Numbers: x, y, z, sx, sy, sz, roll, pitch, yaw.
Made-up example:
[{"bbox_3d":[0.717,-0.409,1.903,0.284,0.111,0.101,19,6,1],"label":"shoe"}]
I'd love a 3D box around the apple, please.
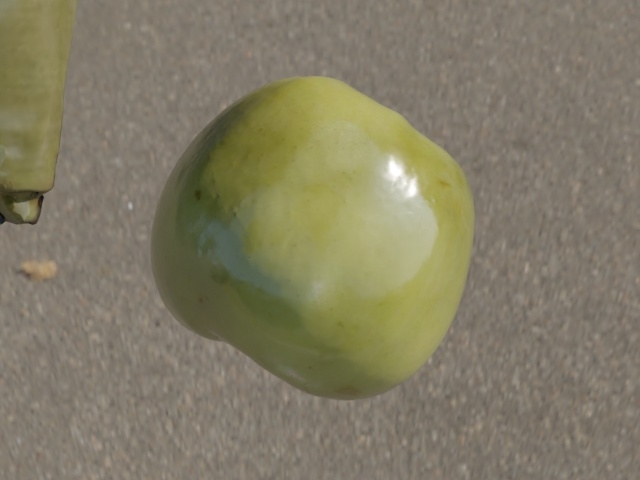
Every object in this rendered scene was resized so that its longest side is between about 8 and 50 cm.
[{"bbox_3d":[0.000,0.000,1.220,0.262,0.262,0.262,0,55,-1],"label":"apple"}]

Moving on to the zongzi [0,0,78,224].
[{"bbox_3d":[-0.152,-0.264,0.564,0.181,0.418,0.447,-10,22,-3],"label":"zongzi"}]
